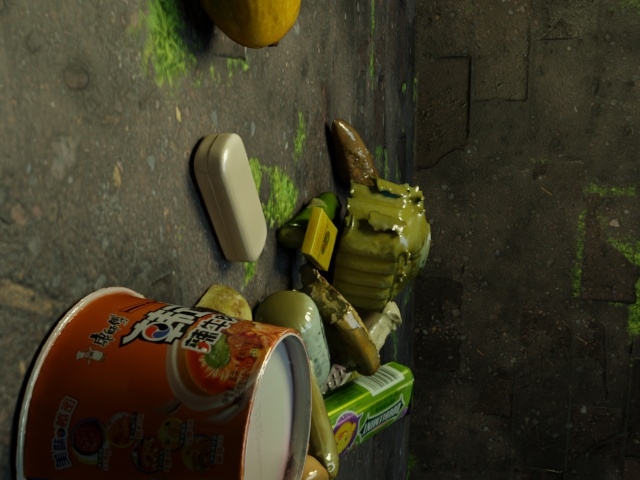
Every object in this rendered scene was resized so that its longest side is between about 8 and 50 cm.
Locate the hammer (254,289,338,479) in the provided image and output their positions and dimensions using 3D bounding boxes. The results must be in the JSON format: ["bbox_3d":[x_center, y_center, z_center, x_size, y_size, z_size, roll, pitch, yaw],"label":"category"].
[{"bbox_3d":[-0.022,0.237,0.975,0.306,0.113,0.202,-109,-178,-46],"label":"hammer"}]

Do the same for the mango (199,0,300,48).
[{"bbox_3d":[-0.096,-0.400,0.714,0.187,0.143,0.360,-66,151,-59],"label":"mango"}]

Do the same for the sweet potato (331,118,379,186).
[{"bbox_3d":[0.084,-0.177,1.509,0.341,0.092,0.114,48,22,-69],"label":"sweet potato"}]

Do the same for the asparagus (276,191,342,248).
[{"bbox_3d":[-0.014,-0.040,1.218,0.278,0.059,0.067,-49,149,-65],"label":"asparagus"}]

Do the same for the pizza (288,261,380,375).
[{"bbox_3d":[0.021,0.162,1.191,0.089,0.223,0.323,-39,152,-10],"label":"pizza"}]

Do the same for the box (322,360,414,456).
[{"bbox_3d":[0.078,0.362,1.315,0.345,0.097,0.134,-8,112,-53],"label":"box"}]

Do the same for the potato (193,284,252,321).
[{"bbox_3d":[-0.122,0.103,0.841,0.103,0.066,0.096,-71,161,-52],"label":"potato"}]

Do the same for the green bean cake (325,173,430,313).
[{"bbox_3d":[0.137,-0.016,1.386,0.310,0.201,0.285,102,2,-54],"label":"green bean cake"}]

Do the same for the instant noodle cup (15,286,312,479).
[{"bbox_3d":[-0.125,0.174,0.599,0.250,0.192,0.251,3,90,-75],"label":"instant noodle cup"}]

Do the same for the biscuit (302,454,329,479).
[{"bbox_3d":[-0.083,0.407,0.765,0.275,0.052,0.355,-17,134,-34],"label":"biscuit"}]

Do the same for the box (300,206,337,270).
[{"bbox_3d":[0.000,0.000,1.147,0.155,0.023,0.087,50,51,-72],"label":"box"}]

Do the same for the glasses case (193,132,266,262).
[{"bbox_3d":[-0.119,-0.054,0.851,0.083,0.050,0.196,-75,161,-45],"label":"glasses case"}]

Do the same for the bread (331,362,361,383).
[{"bbox_3d":[0.079,0.360,1.514,0.129,0.114,0.111,-67,155,-54],"label":"bread"}]

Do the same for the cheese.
[{"bbox_3d":[0.076,0.251,1.443,0.082,0.163,0.287,54,54,-41],"label":"cheese"}]
